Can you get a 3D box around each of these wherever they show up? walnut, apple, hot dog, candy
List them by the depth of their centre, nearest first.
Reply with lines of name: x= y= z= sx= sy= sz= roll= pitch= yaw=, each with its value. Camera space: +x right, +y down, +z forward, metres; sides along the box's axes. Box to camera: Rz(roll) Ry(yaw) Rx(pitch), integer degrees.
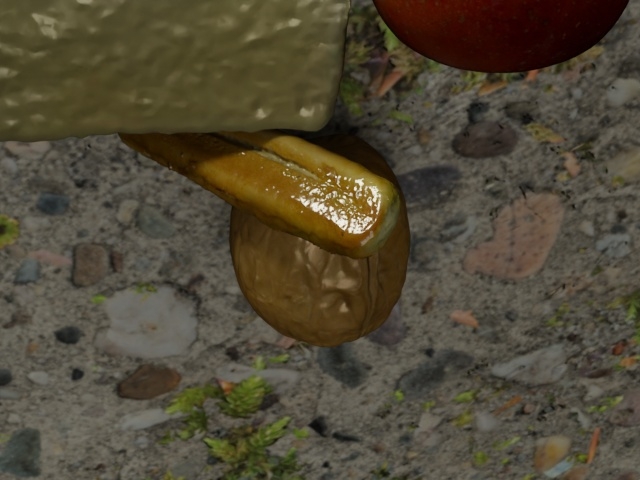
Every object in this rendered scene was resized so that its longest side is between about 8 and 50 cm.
apple: x=0.137 y=-0.237 z=1.216 sx=0.218 sy=0.218 sz=0.201 roll=-2 pitch=123 yaw=-10
candy: x=-0.136 y=-0.185 z=1.252 sx=0.321 sy=0.135 sz=0.179 roll=-3 pitch=128 yaw=-7
hot dog: x=-0.055 y=-0.064 z=1.300 sx=0.088 sy=0.286 sz=0.061 roll=-59 pitch=152 yaw=1
walnut: x=0.000 y=0.000 z=1.409 sx=0.165 sy=0.165 sz=0.197 roll=-10 pitch=134 yaw=-4
